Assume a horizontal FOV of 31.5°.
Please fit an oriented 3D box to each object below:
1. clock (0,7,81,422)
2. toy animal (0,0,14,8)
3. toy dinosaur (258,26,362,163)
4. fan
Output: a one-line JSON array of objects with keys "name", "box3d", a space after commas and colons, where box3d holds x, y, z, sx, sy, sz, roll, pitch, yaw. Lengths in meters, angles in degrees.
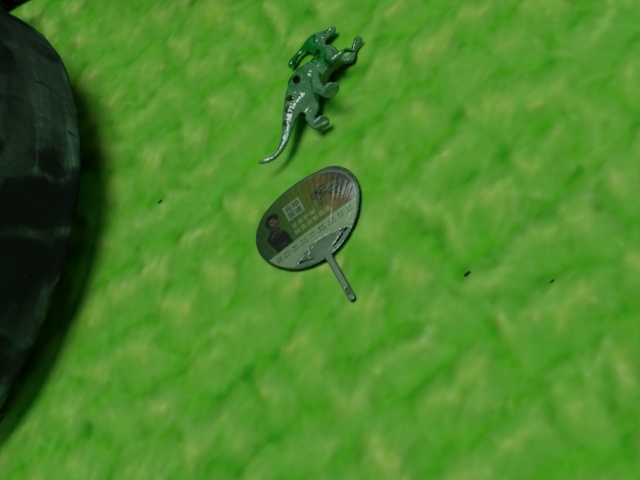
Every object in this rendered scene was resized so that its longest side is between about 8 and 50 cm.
[{"name": "clock", "box3d": [-0.309, 0.009, 0.686, 0.386, 0.076, 0.386, -16, 59, 29]}, {"name": "toy animal", "box3d": [-0.275, -0.265, 0.856, 0.260, 0.087, 0.244, 14, 68, 36]}, {"name": "toy dinosaur", "box3d": [-0.011, -0.082, 0.601, 0.083, 0.021, 0.062, -38, 40, 3]}, {"name": "fan", "box3d": [-0.007, -0.001, 0.558, 0.060, 0.003, 0.080, -14, 55, 27]}]
